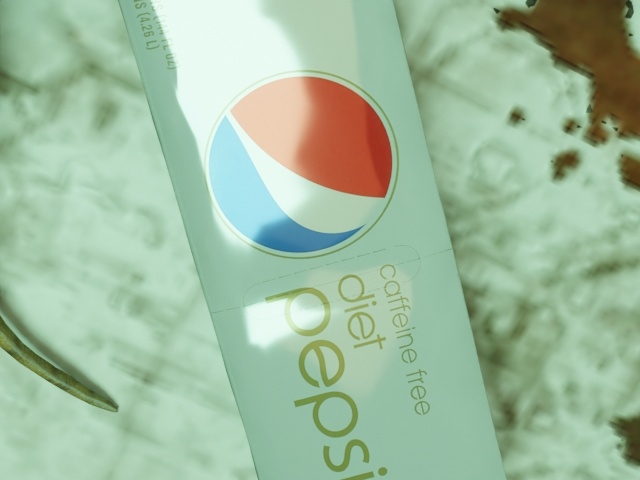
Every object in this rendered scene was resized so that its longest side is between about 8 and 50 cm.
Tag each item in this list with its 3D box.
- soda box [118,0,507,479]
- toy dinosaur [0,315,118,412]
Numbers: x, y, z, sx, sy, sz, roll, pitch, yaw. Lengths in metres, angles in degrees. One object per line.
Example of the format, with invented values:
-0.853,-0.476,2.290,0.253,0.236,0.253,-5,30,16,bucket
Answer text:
0.000,0.000,0.449,0.069,0.074,0.216,-16,108,0,soda box
-0.107,-0.034,0.423,0.112,0.064,0.211,34,139,20,toy dinosaur
